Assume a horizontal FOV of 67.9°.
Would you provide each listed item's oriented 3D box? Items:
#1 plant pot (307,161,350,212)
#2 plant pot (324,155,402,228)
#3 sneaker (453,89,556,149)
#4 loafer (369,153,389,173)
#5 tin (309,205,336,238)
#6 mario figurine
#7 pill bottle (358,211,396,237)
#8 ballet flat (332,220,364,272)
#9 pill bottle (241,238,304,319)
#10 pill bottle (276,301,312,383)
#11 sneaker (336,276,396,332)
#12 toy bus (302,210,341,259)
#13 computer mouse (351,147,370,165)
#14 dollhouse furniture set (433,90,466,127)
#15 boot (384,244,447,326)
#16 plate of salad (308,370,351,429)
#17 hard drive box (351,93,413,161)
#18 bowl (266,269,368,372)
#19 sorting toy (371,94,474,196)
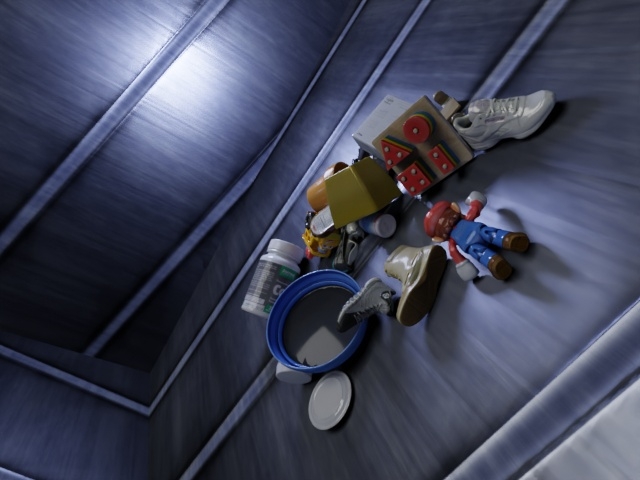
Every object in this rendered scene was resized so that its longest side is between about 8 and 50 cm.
[{"bbox_3d":[0.051,-0.207,2.043,0.188,0.205,0.205,-24,44,35],"label":"plant pot"},{"bbox_3d":[0.141,-0.191,1.780,0.212,0.187,0.212,-23,8,42],"label":"plant pot"},{"bbox_3d":[0.524,-0.358,1.382,0.305,0.152,0.114,-20,47,54],"label":"sneaker"},{"bbox_3d":[0.248,-0.302,1.966,0.109,0.095,0.302,-5,62,27],"label":"loafer"},{"bbox_3d":[0.037,-0.087,1.919,0.190,0.040,0.106,-37,49,18],"label":"tin"},{"bbox_3d":[0.429,-0.013,1.325,0.198,0.170,0.320,-30,35,-12],"label":"mario figurine"},{"bbox_3d":[0.209,-0.064,1.786,0.087,0.087,0.160,-65,25,-2],"label":"pill bottle"},{"bbox_3d":[0.125,-0.003,1.902,0.096,0.095,0.280,-1,76,52],"label":"ballet flat"},{"bbox_3d":[-0.216,0.189,2.232,0.204,0.204,0.360,-4,63,62],"label":"pill bottle"},{"bbox_3d":[-0.087,0.395,1.838,0.160,0.160,0.283,-38,36,43],"label":"pill bottle"},{"bbox_3d":[0.161,0.227,1.540,0.132,0.086,0.228,30,69,35],"label":"sneaker"},{"bbox_3d":[0.000,0.000,2.086,0.220,0.150,0.211,-123,49,-59],"label":"toy bus"},{"bbox_3d":[0.210,-0.429,2.115,0.272,0.072,0.188,-54,12,15],"label":"computer mouse"},{"bbox_3d":[0.384,-0.407,1.684,0.242,0.161,0.212,-50,28,27],"label":"dollhouse furniture set"},{"bbox_3d":[0.266,0.131,1.480,0.203,0.095,0.261,4,68,63],"label":"boot"},{"bbox_3d":[0.036,0.538,1.599,0.200,0.048,0.199,-35,35,29],"label":"plate of salad"},{"bbox_3d":[0.270,-0.452,1.909,0.232,0.089,0.181,-48,47,0],"label":"hard drive box"},{"bbox_3d":[-0.008,0.288,1.704,0.391,0.077,0.391,-17,48,21],"label":"bowl"},{"bbox_3d":[0.321,-0.295,1.577,0.257,0.255,0.089,-37,6,45],"label":"sorting toy"}]
